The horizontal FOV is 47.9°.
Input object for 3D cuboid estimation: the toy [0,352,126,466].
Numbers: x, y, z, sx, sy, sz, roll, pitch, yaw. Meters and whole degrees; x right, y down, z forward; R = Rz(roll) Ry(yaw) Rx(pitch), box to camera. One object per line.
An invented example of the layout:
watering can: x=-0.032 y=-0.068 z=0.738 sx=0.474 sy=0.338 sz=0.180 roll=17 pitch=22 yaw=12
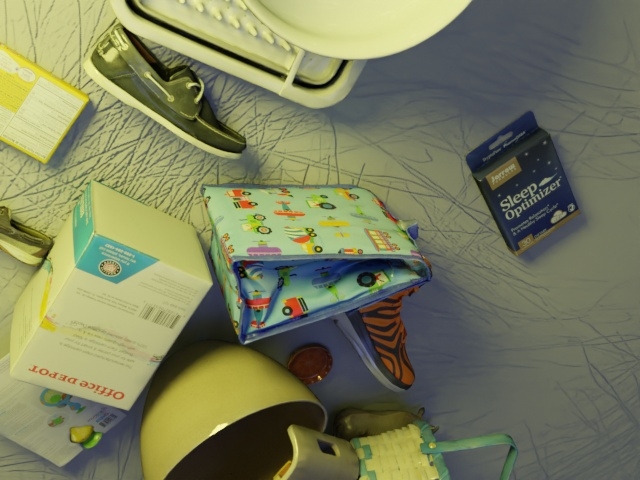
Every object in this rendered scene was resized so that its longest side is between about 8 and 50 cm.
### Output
toy: x=-0.426 y=0.246 z=1.099 sx=0.137 sy=0.056 sz=0.237 roll=-38 pitch=130 yaw=-1

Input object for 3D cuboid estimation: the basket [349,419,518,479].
basket: x=0.192 y=0.451 z=1.274 sx=0.289 sy=0.201 sz=0.254 roll=-6 pitch=120 yaw=-11

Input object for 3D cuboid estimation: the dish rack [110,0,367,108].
dish rack: x=-0.063 y=-0.342 z=0.881 sx=0.333 sy=0.072 sz=0.285 roll=17 pitch=112 yaw=-28

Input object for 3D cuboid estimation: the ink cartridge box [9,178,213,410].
ink cartridge box: x=-0.289 y=0.076 z=0.981 sx=0.171 sy=0.168 sz=0.232 roll=27 pitch=107 yaw=-30

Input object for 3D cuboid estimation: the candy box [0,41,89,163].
candy box: x=-0.399 y=-0.187 z=0.873 sx=0.206 sy=0.027 sz=0.105 roll=32 pitch=107 yaw=-32

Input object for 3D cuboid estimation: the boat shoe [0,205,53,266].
boat shoe: x=-0.424 y=-0.024 z=0.948 sx=0.049 sy=0.056 sz=0.152 roll=-51 pitch=128 yaw=0

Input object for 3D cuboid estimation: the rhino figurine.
rhino figurine: x=0.123 y=0.363 z=1.362 sx=0.244 sy=0.073 sz=0.106 roll=4 pitch=120 yaw=-24

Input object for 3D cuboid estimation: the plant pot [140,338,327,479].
plant pot: x=-0.158 y=0.264 z=1.108 sx=0.284 sy=0.191 sz=0.284 roll=-24 pitch=144 yaw=-19

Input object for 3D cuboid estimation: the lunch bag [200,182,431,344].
lunch bag: x=0.000 y=0.000 z=1.014 sx=0.294 sy=0.221 sz=0.138 roll=-11 pitch=122 yaw=-14

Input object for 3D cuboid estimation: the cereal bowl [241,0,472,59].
cereal bowl: x=0.033 y=-0.377 z=0.771 sx=0.339 sy=0.141 sz=0.338 roll=-9 pitch=121 yaw=-14

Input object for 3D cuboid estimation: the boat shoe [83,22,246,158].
boat shoe: x=-0.181 y=-0.182 z=0.923 sx=0.233 sy=0.084 sz=0.079 roll=34 pitch=104 yaw=-29

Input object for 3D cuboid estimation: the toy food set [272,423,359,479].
toy food set: x=-0.093 y=0.418 z=1.119 sx=0.306 sy=0.092 sz=0.220 roll=-48 pitch=146 yaw=1

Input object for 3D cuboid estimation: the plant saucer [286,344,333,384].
plant saucer: x=-0.019 y=0.216 z=1.258 sx=0.084 sy=0.013 sz=0.083 roll=-10 pitch=122 yaw=-16

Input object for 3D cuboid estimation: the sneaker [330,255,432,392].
sneaker: x=0.121 y=0.112 z=1.183 sx=0.180 sy=0.124 sz=0.321 roll=-34 pitch=125 yaw=2

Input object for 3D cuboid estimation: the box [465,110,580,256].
box: x=0.339 y=-0.090 z=1.202 sx=0.136 sy=0.036 sz=0.225 roll=-35 pitch=123 yaw=1
